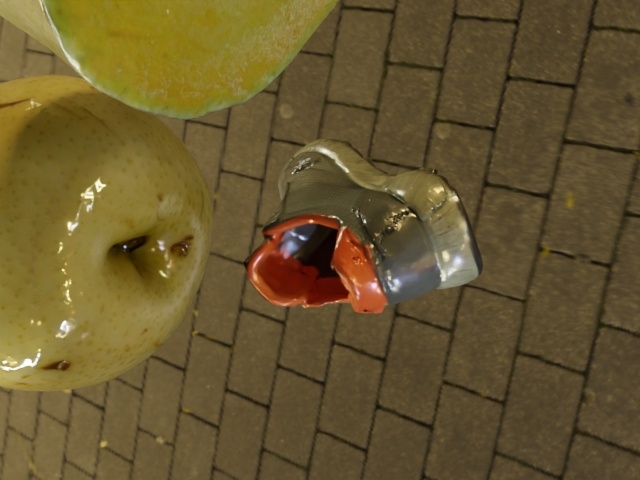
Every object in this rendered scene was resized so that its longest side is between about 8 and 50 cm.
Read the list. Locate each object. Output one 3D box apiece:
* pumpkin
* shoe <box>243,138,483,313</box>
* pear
[{"bbox_3d":[-0.126,-0.264,0.557,0.199,0.332,0.332,21,102,28],"label":"pumpkin"},{"bbox_3d":[0.000,0.000,0.791,0.336,0.171,0.132,26,141,63],"label":"shoe"},{"bbox_3d":[-0.261,-0.006,0.778,0.309,0.309,0.309,0,91,34],"label":"pear"}]
